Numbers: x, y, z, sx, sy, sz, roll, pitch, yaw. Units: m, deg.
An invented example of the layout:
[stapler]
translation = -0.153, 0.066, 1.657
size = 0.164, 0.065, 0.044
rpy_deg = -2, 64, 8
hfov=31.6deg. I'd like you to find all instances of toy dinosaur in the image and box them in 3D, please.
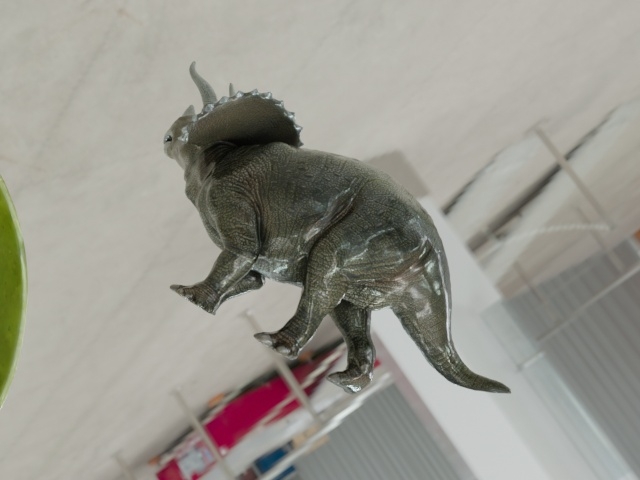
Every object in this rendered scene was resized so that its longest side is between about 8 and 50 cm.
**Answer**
[toy dinosaur]
translation = 0.000, 0.000, 0.756
size = 0.160, 0.313, 0.121
rpy_deg = -61, 167, -6

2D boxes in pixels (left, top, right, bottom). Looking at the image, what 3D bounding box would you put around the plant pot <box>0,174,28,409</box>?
[plant pot]
translation = -0.373, 0.024, 0.658
size = 0.293, 0.275, 0.275
rpy_deg = 7, -163, 39
